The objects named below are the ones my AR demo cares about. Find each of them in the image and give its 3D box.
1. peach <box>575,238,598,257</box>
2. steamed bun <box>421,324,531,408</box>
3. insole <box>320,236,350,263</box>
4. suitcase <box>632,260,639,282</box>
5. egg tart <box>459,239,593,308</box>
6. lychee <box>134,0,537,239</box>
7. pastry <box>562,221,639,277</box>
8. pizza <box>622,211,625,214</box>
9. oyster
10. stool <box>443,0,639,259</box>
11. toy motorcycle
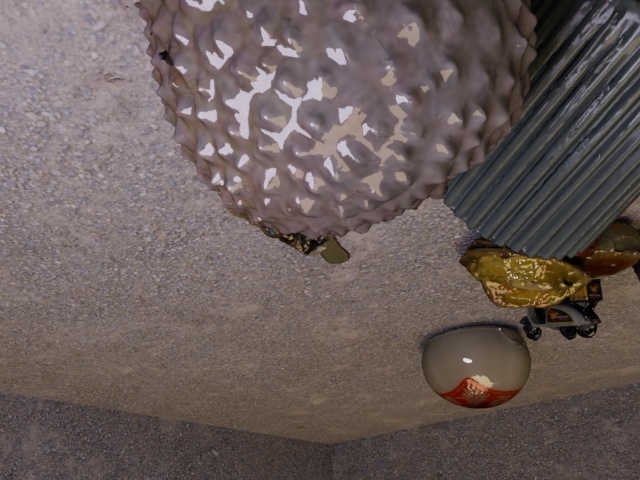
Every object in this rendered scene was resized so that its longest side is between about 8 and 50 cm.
[{"bbox_3d":[0.507,-0.021,1.163,0.172,0.092,0.127,18,-165,35],"label":"peach"},{"bbox_3d":[0.539,0.452,1.861,0.375,0.241,0.374,-2,153,-1],"label":"steamed bun"},{"bbox_3d":[0.000,0.000,1.242,0.086,0.005,0.253,-17,148,22],"label":"insole"},{"bbox_3d":[0.905,0.031,1.237,0.297,0.161,0.236,-6,158,-1],"label":"suitcase"},{"bbox_3d":[0.469,0.094,1.260,0.297,0.132,0.297,14,166,4],"label":"egg tart"},{"bbox_3d":[0.014,-0.199,0.563,0.380,0.380,0.432,-21,120,27],"label":"lychee"},{"bbox_3d":[0.647,0.024,1.275,0.182,0.093,0.192,2,157,-12],"label":"pastry"},{"bbox_3d":[0.583,-0.099,1.104,0.175,0.046,0.134,18,144,-34],"label":"pizza"},{"bbox_3d":[-0.089,-0.055,1.068,0.223,0.083,0.214,3,146,2],"label":"oyster"},{"bbox_3d":[0.338,-0.182,0.702,0.297,0.297,0.330,5,145,-16],"label":"stool"},{"bbox_3d":[0.620,0.185,1.420,0.091,0.157,0.263,1,170,-22],"label":"toy motorcycle"}]
